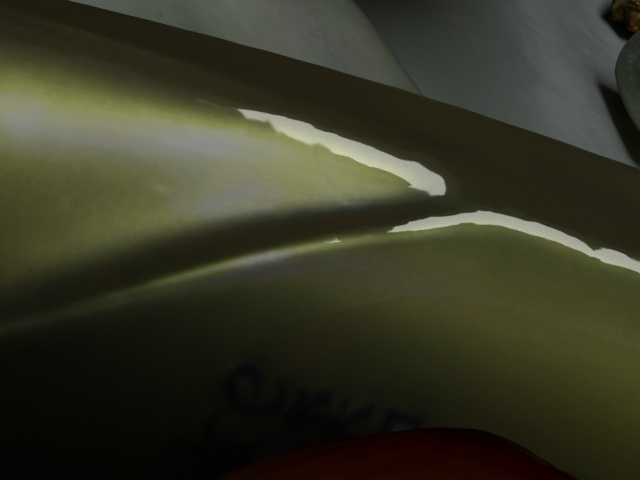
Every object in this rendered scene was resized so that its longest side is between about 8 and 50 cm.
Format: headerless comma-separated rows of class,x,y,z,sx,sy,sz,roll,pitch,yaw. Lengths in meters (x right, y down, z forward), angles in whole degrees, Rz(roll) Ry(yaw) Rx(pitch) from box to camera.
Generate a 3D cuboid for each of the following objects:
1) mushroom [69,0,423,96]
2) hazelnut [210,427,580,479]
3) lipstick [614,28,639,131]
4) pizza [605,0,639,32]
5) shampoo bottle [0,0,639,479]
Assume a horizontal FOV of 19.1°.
mushroom,0.000,0.000,0.515,0.270,0.103,0.118,43,32,-17
hazelnut,0.029,0.138,0.327,0.178,0.178,0.204,-69,142,-58
lipstick,0.215,-0.041,0.892,0.186,0.057,0.063,28,34,-40
pizza,0.180,-0.100,0.941,0.083,0.025,0.078,-14,60,-50
shampoo bottle,-0.011,0.022,0.407,0.350,0.126,0.084,18,34,-19
